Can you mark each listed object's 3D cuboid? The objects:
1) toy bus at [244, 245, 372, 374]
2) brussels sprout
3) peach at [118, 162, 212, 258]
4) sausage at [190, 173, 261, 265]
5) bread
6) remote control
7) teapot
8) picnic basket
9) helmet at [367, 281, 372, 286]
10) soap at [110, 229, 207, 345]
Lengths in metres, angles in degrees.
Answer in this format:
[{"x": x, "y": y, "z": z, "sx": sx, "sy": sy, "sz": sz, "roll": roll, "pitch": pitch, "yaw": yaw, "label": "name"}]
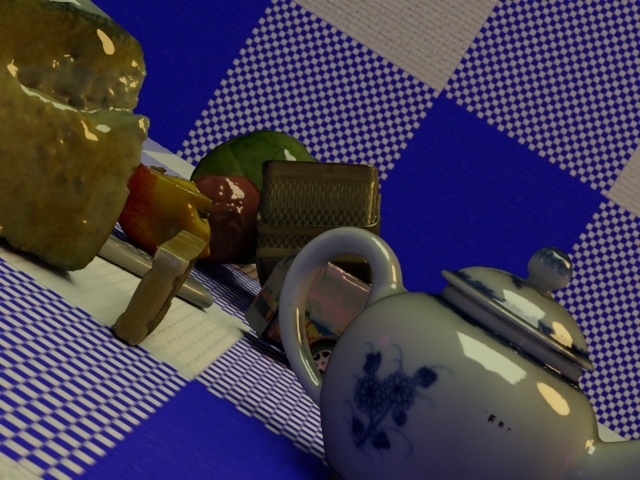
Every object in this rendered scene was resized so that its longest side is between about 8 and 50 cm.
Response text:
[{"x": 0.070, "y": 0.131, "z": 1.801, "sx": 0.317, "sy": 0.138, "sz": 0.112, "roll": 29, "pitch": 6, "yaw": -22, "label": "toy bus"}, {"x": -0.102, "y": -0.061, "z": 2.411, "sx": 0.210, "sy": 0.219, "sz": 0.271, "roll": 50, "pitch": -11, "yaw": 16, "label": "brussels sprout"}, {"x": -0.203, "y": -0.035, "z": 1.916, "sx": 0.151, "sy": 0.118, "sz": 0.151, "roll": 159, "pitch": -90, "yaw": -81, "label": "peach"}, {"x": -0.146, "y": -0.030, "z": 2.155, "sx": 0.148, "sy": 0.148, "sz": 0.254, "roll": 32, "pitch": 2, "yaw": -4, "label": "sausage"}, {"x": -0.331, "y": -0.169, "z": 1.522, "sx": 0.239, "sy": 0.264, "sz": 0.395, "roll": 25, "pitch": 8, "yaw": -32, "label": "bread"}, {"x": -0.234, "y": 0.009, "z": 1.716, "sx": 0.261, "sy": 0.029, "sz": 0.067, "roll": 30, "pitch": 4, "yaw": -30, "label": "remote control"}, {"x": 0.138, "y": 0.126, "z": 1.311, "sx": 0.424, "sy": 0.280, "sz": 0.252, "roll": 33, "pitch": 2, "yaw": 26, "label": "teapot"}, {"x": 0.000, "y": 0.000, "z": 2.047, "sx": 0.165, "sy": 0.139, "sz": 0.266, "roll": 3, "pitch": -19, "yaw": 4, "label": "picnic basket"}, {"x": 0.025, "y": 0.107, "z": 1.966, "sx": 0.153, "sy": 0.107, "sz": 0.177, "roll": 6, "pitch": -17, "yaw": 3, "label": "helmet"}, {"x": -0.155, "y": 0.042, "z": 1.446, "sx": 0.037, "sy": 0.092, "sz": 0.252, "roll": 30, "pitch": 3, "yaw": -3, "label": "soap"}]
